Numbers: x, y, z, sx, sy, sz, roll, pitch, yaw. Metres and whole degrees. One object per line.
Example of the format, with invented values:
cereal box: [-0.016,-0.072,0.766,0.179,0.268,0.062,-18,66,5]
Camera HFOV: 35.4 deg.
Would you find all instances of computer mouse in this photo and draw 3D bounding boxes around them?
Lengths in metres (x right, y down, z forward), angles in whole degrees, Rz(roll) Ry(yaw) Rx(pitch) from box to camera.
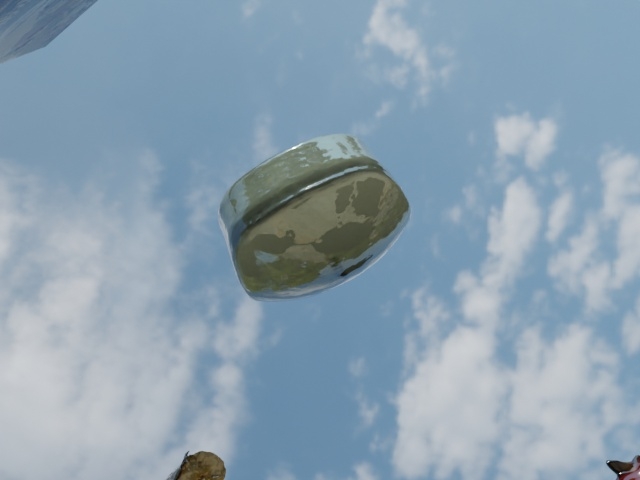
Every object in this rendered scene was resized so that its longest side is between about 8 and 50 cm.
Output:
computer mouse: [0.000,0.000,0.695,0.128,0.231,0.079,-26,-104,2]

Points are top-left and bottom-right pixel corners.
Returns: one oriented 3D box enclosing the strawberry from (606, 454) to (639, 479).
strawberry: [0.245,0.248,0.651,0.233,0.138,0.306,23,-121,-4]

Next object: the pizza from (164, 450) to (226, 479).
pizza: [-0.117,0.218,0.657,0.041,0.131,0.178,35,-102,-9]

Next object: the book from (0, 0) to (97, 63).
book: [-0.251,-0.214,0.904,0.018,0.228,0.322,51,-157,-10]
